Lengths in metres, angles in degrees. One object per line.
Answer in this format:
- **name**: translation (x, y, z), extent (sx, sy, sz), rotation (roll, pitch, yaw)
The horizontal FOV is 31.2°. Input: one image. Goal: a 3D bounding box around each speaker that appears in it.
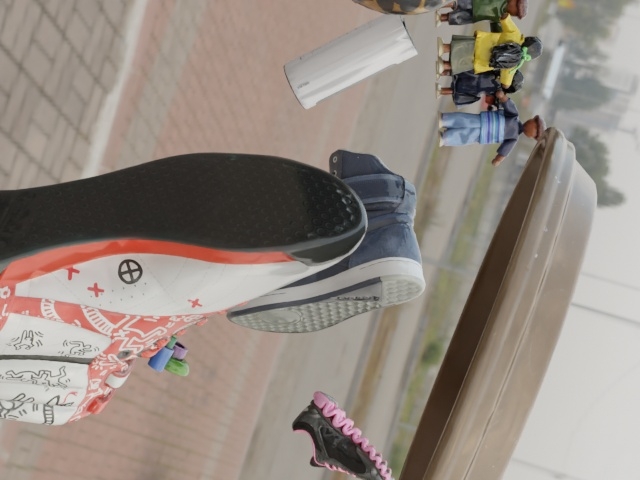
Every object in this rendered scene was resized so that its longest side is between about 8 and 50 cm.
- **speaker**: translation (0.033, -0.192, 1.206), extent (0.055, 0.136, 0.055), rotation (61, 11, -20)

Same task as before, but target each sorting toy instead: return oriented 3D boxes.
- **sorting toy**: translation (-0.164, 0.101, 1.153), extent (0.042, 0.102, 0.061), rotation (-59, -144, 3)

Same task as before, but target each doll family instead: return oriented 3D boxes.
- **doll family**: translation (0.173, -0.167, 1.154), extent (0.076, 0.112, 0.193), rotation (-91, 177, -48)

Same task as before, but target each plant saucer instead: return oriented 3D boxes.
- **plant saucer**: translation (0.097, 0.069, 0.662), extent (0.278, 0.041, 0.277), rotation (21, 90, -84)

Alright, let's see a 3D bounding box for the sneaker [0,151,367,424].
- **sneaker**: translation (-0.110, 0.033, 0.697), extent (0.145, 0.270, 0.090), rotation (94, -16, -45)

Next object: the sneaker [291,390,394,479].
- **sneaker**: translation (0.020, 0.199, 1.065), extent (0.057, 0.119, 0.047), rotation (-42, 163, -3)

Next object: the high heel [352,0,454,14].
- **high heel**: translation (0.134, -0.227, 0.735), extent (0.261, 0.186, 0.093), rotation (-39, 107, -41)

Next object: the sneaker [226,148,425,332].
- **sneaker**: translation (0.002, 0.000, 1.174), extent (0.086, 0.226, 0.163), rotation (32, 48, -51)
